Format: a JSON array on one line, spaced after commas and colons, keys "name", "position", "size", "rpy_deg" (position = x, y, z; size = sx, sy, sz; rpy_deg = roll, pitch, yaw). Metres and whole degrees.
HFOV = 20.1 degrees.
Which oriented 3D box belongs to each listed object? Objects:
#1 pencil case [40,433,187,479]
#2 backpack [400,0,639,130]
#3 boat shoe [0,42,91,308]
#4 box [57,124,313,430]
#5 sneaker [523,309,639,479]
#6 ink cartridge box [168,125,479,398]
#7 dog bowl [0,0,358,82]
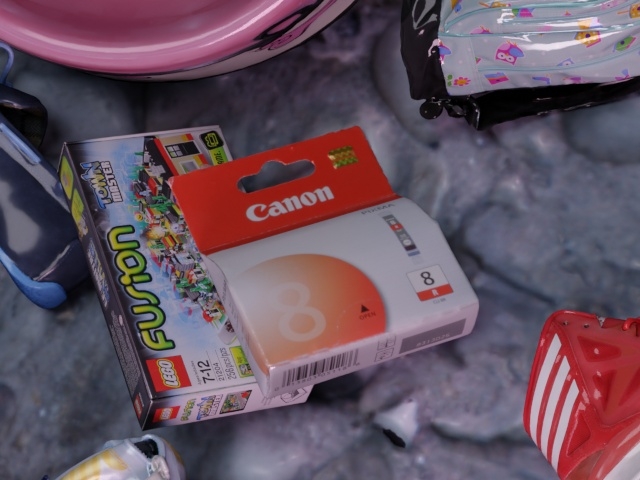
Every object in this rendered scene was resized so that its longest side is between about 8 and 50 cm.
[{"name": "pencil case", "position": [-0.069, 0.242, 1.045], "size": [0.124, 0.113, 0.273], "rpy_deg": [-49, 58, 19]}, {"name": "backpack", "position": [0.147, -0.158, 1.159], "size": [0.182, 0.115, 0.152], "rpy_deg": [0, 63, 17]}, {"name": "boat shoe", "position": [-0.227, -0.068, 1.275], "size": [0.089, 0.109, 0.258], "rpy_deg": [-34, 75, -6]}, {"name": "box", "position": [-0.089, 0.020, 1.172], "size": [0.114, 0.036, 0.207], "rpy_deg": [-8, 57, -24]}, {"name": "sneaker", "position": [0.207, 0.053, 1.053], "size": [0.221, 0.087, 0.128], "rpy_deg": [-43, 60, -5]}, {"name": "ink cartridge box", "position": [0.000, 0.000, 1.148], "size": [0.145, 0.045, 0.179], "rpy_deg": [-17, 61, -17]}, {"name": "dog bowl", "position": [-0.124, -0.288, 1.163], "size": [0.408, 0.150, 0.408], "rpy_deg": [1, 106, 5]}]
